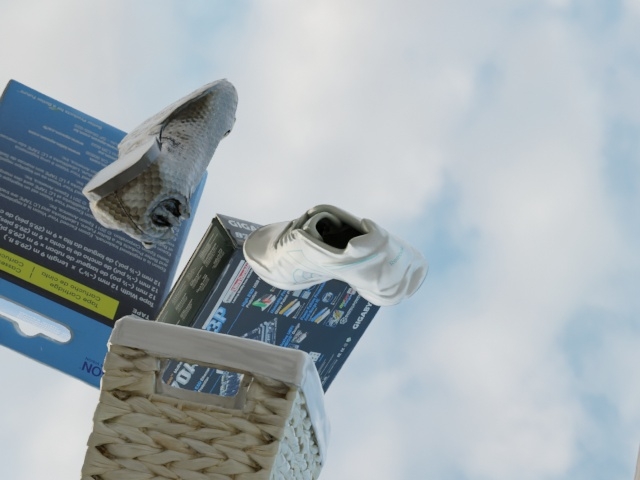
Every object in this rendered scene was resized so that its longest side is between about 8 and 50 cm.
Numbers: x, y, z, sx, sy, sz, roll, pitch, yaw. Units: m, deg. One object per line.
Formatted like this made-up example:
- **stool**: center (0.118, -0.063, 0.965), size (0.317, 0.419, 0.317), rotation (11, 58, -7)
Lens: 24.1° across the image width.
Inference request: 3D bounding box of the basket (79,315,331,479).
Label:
- **basket**: center (-0.062, 0.124, 0.850), size (0.113, 0.167, 0.103), rotation (10, -111, 9)

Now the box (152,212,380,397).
- **box**: center (-0.064, 0.095, 1.288), size (0.220, 0.175, 0.051), rotation (-58, -139, 20)

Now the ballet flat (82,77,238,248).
- **ballet flat**: center (-0.097, -0.053, 1.007), size (0.084, 0.058, 0.250), rotation (-31, -167, 15)

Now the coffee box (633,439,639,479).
- **coffee box**: center (0.313, 0.152, 1.153), size (0.098, 0.141, 0.247), rotation (10, -90, -8)

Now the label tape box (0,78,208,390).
- **label tape box**: center (-0.284, 0.016, 1.605), size (0.249, 0.115, 0.348), rotation (25, -134, -12)

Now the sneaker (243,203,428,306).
- **sneaker**: center (0.000, 0.000, 0.970), size (0.152, 0.061, 0.054), rotation (6, -123, 46)
